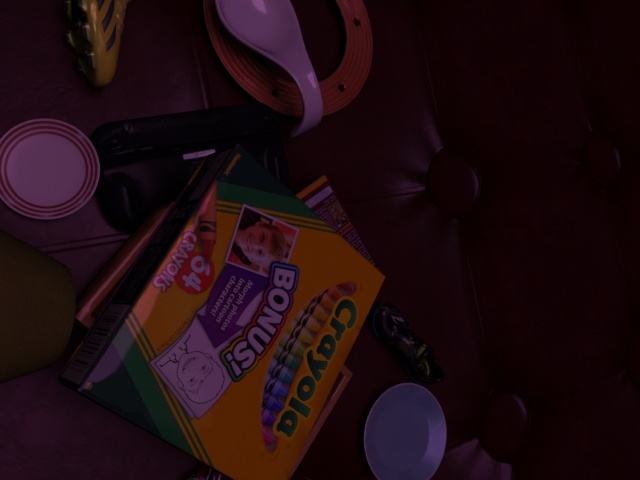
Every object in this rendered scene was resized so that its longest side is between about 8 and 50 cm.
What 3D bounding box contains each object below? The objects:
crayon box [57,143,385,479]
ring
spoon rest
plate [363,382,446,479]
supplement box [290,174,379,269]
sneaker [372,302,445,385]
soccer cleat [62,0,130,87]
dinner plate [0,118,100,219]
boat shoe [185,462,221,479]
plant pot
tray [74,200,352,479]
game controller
[{"bbox_3d":[-0.109,0.111,0.886,0.313,0.106,0.363,40,65,-27],"label":"crayon box"},{"bbox_3d":[-0.051,-0.378,1.146,0.336,0.032,0.337,5,80,-30],"label":"ring"},{"bbox_3d":[-0.071,-0.310,1.054,0.137,0.084,0.276,-33,99,-31],"label":"spoon rest"},{"bbox_3d":[0.150,0.351,1.169,0.188,0.024,0.188,4,82,-31],"label":"plate"},{"bbox_3d":[0.000,0.000,1.093,0.104,0.080,0.188,-37,102,-30],"label":"supplement box"},{"bbox_3d":[0.163,0.184,1.168,0.067,0.078,0.188,-44,105,-28],"label":"sneaker"},{"bbox_3d":[-0.313,-0.368,0.950,0.121,0.093,0.289,-5,86,-38],"label":"soccer cleat"},{"bbox_3d":[-0.379,-0.098,0.900,0.141,0.017,0.141,2,83,-16],"label":"dinner plate"},{"bbox_3d":[-0.181,0.369,0.953,0.043,0.049,0.137,22,77,-25],"label":"boat shoe"},{"bbox_3d":[-0.445,0.069,0.731,0.293,0.274,0.275,13,76,-45],"label":"plant pot"},{"bbox_3d":[-0.147,0.159,0.966,0.411,0.076,0.203,47,62,-25],"label":"tray"},{"bbox_3d":[-0.192,-0.119,1.016,0.319,0.067,0.167,-15,106,-32],"label":"game controller"}]
